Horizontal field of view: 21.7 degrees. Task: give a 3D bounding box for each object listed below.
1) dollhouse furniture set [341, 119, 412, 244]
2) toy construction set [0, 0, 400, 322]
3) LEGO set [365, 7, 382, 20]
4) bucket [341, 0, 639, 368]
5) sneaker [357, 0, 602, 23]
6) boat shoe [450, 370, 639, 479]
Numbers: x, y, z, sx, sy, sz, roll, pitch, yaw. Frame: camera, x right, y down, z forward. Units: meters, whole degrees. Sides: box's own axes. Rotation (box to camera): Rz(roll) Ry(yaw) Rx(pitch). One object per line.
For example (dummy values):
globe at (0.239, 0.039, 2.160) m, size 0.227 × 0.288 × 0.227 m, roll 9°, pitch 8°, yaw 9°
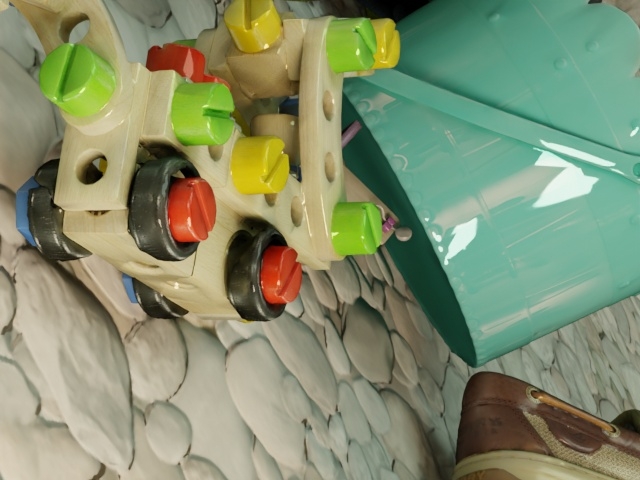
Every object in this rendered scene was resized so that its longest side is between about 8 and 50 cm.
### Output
dollhouse furniture set at (0.000, 0.000, 1.076) m, size 0.081 × 0.091 × 0.114 m, roll 46°, pitch 51°, yaw -7°
toy construction set at (-0.072, -0.075, 0.845) m, size 0.328 × 0.151 × 0.215 m, roll 27°, pitch 64°, yaw -48°
LEGO set at (0.103, -0.195, 1.539) m, size 0.087 × 0.093 × 0.227 m, roll 45°, pitch 26°, yaw -42°
bucket at (0.129, -0.057, 1.171) m, size 0.281 × 0.183 × 0.281 m, roll 61°, pitch -6°, yaw 10°
sneaker at (0.111, -0.229, 1.457) m, size 0.300 × 0.111 × 0.121 m, roll 10°, pitch 56°, yaw -18°
boat shoe at (0.235, 0.178, 1.206) m, size 0.342 × 0.123 × 0.123 m, roll 20°, pitch 55°, yaw -27°
